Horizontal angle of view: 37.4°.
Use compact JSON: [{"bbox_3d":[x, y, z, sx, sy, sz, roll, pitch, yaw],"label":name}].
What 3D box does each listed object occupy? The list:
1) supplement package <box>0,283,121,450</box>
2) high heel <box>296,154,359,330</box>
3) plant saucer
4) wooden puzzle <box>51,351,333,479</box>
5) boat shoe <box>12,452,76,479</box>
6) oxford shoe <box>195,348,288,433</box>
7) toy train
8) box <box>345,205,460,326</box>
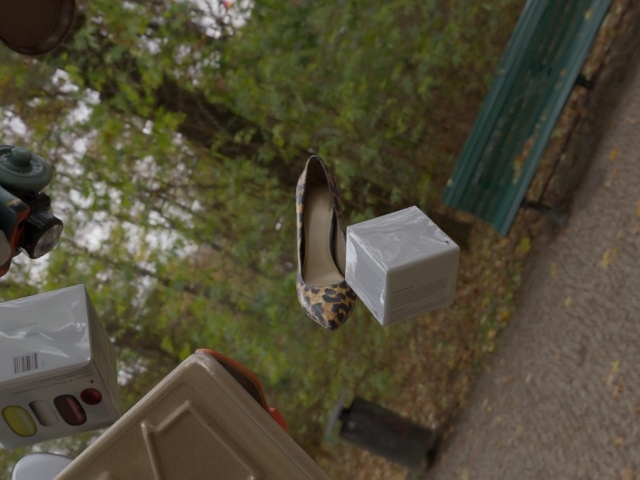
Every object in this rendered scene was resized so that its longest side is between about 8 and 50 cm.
[{"bbox_3d":[-0.432,0.202,1.479,0.203,0.194,0.149,83,173,-52],"label":"supplement package"},{"bbox_3d":[0.000,0.000,1.388,0.261,0.093,0.186,-95,-3,-60],"label":"high heel"},{"bbox_3d":[-0.440,-0.361,1.411,0.168,0.029,0.168,-20,-64,-51],"label":"plant saucer"},{"bbox_3d":[-0.124,0.322,1.028,0.348,0.322,0.080,-42,5,19],"label":"wooden puzzle"},{"bbox_3d":[-0.307,0.391,1.410,0.102,0.301,0.108,-5,-67,-87],"label":"boat shoe"},{"bbox_3d":[-0.159,0.315,1.779,0.097,0.271,0.098,-10,35,43],"label":"oxford shoe"},{"bbox_3d":[-0.439,-0.073,0.994,0.142,0.334,0.190,-59,-9,30],"label":"toy train"},{"bbox_3d":[0.095,0.029,1.123,0.102,0.101,0.087,50,149,45],"label":"box"}]
